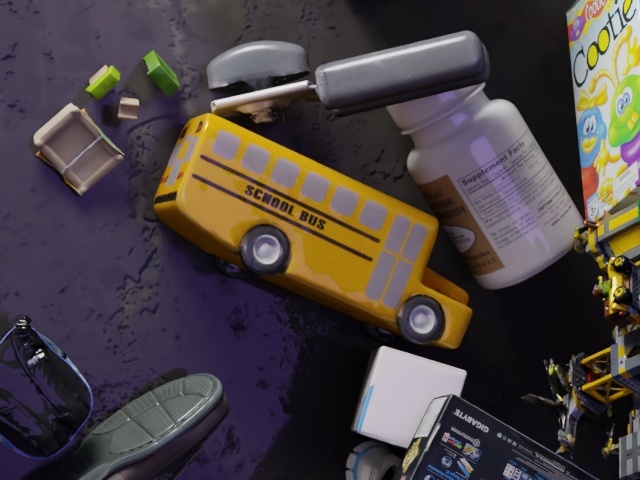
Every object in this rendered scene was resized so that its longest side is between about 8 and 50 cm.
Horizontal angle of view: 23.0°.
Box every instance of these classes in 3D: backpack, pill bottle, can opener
[{"bbox_3d":[-0.278,0.146,1.500,0.114,0.084,0.105,44,76,-9],"label":"backpack"},{"bbox_3d":[0.165,-0.075,1.639,0.131,0.131,0.229,-35,100,-17],"label":"pill bottle"},{"bbox_3d":[0.021,-0.174,1.557,0.283,0.076,0.095,-12,82,13],"label":"can opener"}]

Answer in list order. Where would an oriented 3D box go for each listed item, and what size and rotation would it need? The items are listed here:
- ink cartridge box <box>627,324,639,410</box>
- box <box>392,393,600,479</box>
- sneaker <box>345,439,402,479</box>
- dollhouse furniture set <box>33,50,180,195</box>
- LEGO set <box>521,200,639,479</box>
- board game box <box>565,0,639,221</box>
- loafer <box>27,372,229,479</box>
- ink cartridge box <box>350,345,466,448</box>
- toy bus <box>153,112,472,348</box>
[{"bbox_3d":[0.433,0.174,1.752,0.154,0.093,0.212,-6,93,-20],"label":"ink cartridge box"},{"bbox_3d":[0.170,0.274,1.502,0.220,0.051,0.175,31,72,-9],"label":"box"},{"bbox_3d":[0.076,0.305,1.626,0.071,0.083,0.190,-16,96,-21],"label":"sneaker"},{"bbox_3d":[-0.211,-0.124,1.563,0.152,0.058,0.076,-41,111,4],"label":"dollhouse furniture set"},{"bbox_3d":[0.336,0.127,1.596,0.331,0.192,0.255,25,50,-35],"label":"LEGO set"},{"bbox_3d":[0.362,-0.149,1.654,0.144,0.142,0.275,10,61,-19],"label":"board game box"},{"bbox_3d":[-0.197,0.232,1.537,0.267,0.096,0.084,-34,120,-10],"label":"loafer"},{"bbox_3d":[0.086,0.165,1.609,0.090,0.143,0.092,17,83,-1],"label":"ink cartridge box"},{"bbox_3d":[0.000,0.000,1.592,0.333,0.108,0.130,24,79,-17],"label":"toy bus"}]
